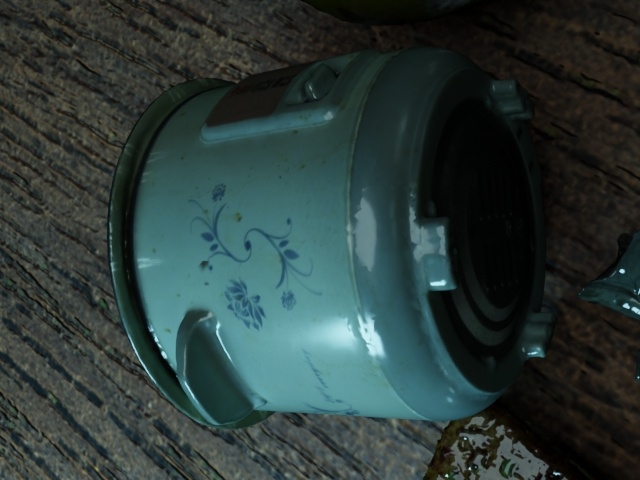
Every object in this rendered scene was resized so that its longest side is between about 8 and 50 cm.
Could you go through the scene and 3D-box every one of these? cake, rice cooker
[{"bbox_3d":[0.193,0.184,0.582,0.246,0.112,0.135,5,88,30],"label":"cake"},{"bbox_3d":[0.000,0.000,0.610,0.317,0.316,0.264,-8,128,30],"label":"rice cooker"}]

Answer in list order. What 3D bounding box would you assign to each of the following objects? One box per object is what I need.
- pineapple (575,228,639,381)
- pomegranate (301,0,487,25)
[{"bbox_3d":[0.273,0.082,0.548,0.119,0.111,0.237,-38,61,-8],"label":"pineapple"},{"bbox_3d":[0.022,-0.302,0.605,0.323,0.291,0.290,13,95,30],"label":"pomegranate"}]
